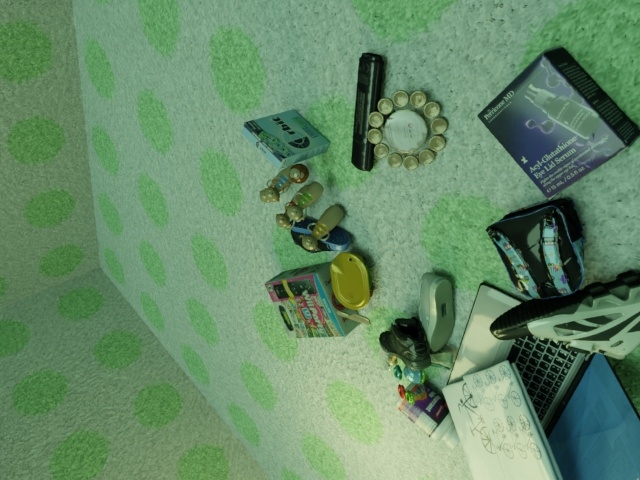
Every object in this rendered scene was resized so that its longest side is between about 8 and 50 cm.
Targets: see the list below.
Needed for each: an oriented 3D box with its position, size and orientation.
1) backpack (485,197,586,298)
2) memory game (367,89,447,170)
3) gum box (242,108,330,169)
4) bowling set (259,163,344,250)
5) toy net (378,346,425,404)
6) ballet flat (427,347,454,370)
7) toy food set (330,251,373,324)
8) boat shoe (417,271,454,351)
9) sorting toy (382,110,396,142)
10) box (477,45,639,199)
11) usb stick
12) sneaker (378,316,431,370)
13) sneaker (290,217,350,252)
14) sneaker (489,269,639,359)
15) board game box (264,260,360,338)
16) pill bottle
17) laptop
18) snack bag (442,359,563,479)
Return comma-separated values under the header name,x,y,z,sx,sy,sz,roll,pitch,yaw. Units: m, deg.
name,x,y,z,sx,sy,sz,roll,pitch,yaw
backpack,0.437,0.019,0.863,0.158,0.116,0.174,-23,90,48
memory game,0.195,-0.247,1.001,0.186,0.012,0.186,11,123,17
gum box,-0.090,-0.278,1.193,0.157,0.184,0.041,45,137,17
bowling set,-0.088,-0.125,1.246,0.287,0.154,0.200,38,171,27
toy net,0.232,0.378,1.286,0.232,0.045,0.122,-159,64,-74
ballet flat,0.310,0.324,1.225,0.057,0.053,0.168,26,162,-23
toy food set,0.104,0.129,1.309,0.128,0.071,0.218,6,111,34
boat shoe,0.295,0.183,1.152,0.081,0.079,0.228,39,141,54
sorting toy,0.169,-0.267,1.041,0.102,0.042,0.061,55,139,8
box,0.412,-0.205,0.775,0.207,0.108,0.153,52,139,10
usb stick,0.111,-0.304,1.073,0.077,0.045,0.278,47,143,50
sneaker,0.225,0.262,1.224,0.227,0.087,0.131,-166,66,-76
sneaker,0.000,0.000,1.347,0.232,0.081,0.091,23,137,39
sneaker,0.495,0.166,0.827,0.330,0.122,0.147,-22,93,30
board game box,-0.033,0.206,1.478,0.303,0.097,0.224,-17,100,48
pill bottle,0.321,0.501,1.269,0.193,0.108,0.108,37,134,25
laptop,0.448,0.376,0.970,0.407,0.236,0.382,29,129,32
snack bag,0.410,0.471,1.040,0.343,0.037,0.324,119,139,-61
